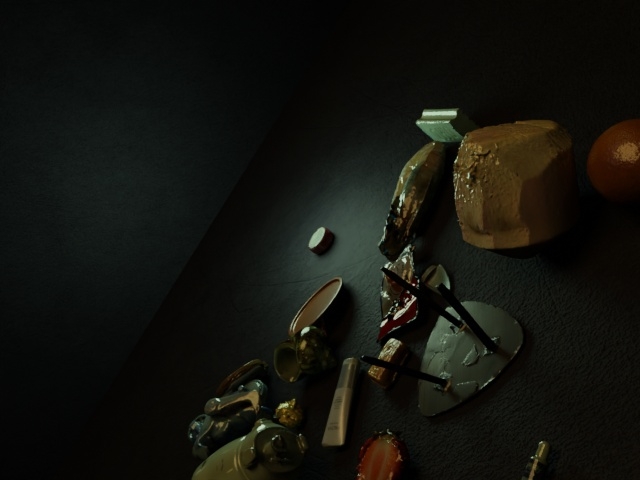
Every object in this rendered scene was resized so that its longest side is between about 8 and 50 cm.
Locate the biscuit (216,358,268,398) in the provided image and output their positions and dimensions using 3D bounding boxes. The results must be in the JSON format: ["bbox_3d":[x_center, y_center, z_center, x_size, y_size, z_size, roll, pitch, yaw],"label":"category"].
[{"bbox_3d":[-0.246,0.451,2.376,0.181,0.049,0.208,-38,-15,-6],"label":"biscuit"}]

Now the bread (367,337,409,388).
[{"bbox_3d":[0.179,0.317,1.929,0.074,0.053,0.132,11,67,59],"label":"bread"}]

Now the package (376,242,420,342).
[{"bbox_3d":[0.220,0.140,2.072,0.194,0.071,0.269,124,154,-48],"label":"package"}]

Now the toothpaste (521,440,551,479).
[{"bbox_3d":[0.384,0.478,1.383,0.062,0.037,0.216,3,65,60],"label":"toothpaste"}]

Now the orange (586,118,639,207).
[{"bbox_3d":[0.659,-0.159,1.536,0.206,0.206,0.206,-40,28,27],"label":"orange"}]

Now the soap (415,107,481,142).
[{"bbox_3d":[0.400,-0.361,2.346,0.063,0.115,0.198,-57,24,-7],"label":"soap"}]

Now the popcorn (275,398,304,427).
[{"bbox_3d":[-0.083,0.500,2.140,0.084,0.084,0.084,-40,28,27],"label":"popcorn"}]

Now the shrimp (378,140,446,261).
[{"bbox_3d":[0.273,-0.135,2.302,0.221,0.110,0.445,-28,31,53],"label":"shrimp"}]

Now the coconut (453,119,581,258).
[{"bbox_3d":[0.450,-0.106,1.729,0.298,0.309,0.297,-10,16,3],"label":"coconut"}]

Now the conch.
[{"bbox_3d":[-0.041,0.344,2.208,0.181,0.124,0.187,32,110,56],"label":"conch"}]

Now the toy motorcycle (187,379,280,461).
[{"bbox_3d":[-0.282,0.557,2.226,0.319,0.182,0.241,-37,9,13],"label":"toy motorcycle"}]

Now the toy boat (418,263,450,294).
[{"bbox_3d":[0.319,0.116,1.980,0.096,0.034,0.122,-58,34,-2],"label":"toy boat"}]

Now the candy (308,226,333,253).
[{"bbox_3d":[0.000,0.000,2.665,0.103,0.043,0.103,-40,28,27],"label":"candy"}]

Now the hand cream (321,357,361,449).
[{"bbox_3d":[0.061,0.436,1.987,0.079,0.048,0.255,-24,38,44],"label":"hand cream"}]

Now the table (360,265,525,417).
[{"bbox_3d":[0.265,0.195,1.699,0.317,0.249,0.317,-41,28,27],"label":"table"}]

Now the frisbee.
[{"bbox_3d":[-0.013,0.214,2.377,0.251,0.021,0.251,-45,13,13],"label":"frisbee"}]

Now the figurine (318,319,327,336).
[{"bbox_3d":[-0.003,0.274,2.321,0.109,0.047,0.064,-88,12,-60],"label":"figurine"}]

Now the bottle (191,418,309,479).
[{"bbox_3d":[-0.167,0.599,1.953,0.351,0.229,0.229,-46,24,34],"label":"bottle"}]

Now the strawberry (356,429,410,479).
[{"bbox_3d":[0.147,0.523,1.690,0.147,0.082,0.187,-13,53,62],"label":"strawberry"}]
